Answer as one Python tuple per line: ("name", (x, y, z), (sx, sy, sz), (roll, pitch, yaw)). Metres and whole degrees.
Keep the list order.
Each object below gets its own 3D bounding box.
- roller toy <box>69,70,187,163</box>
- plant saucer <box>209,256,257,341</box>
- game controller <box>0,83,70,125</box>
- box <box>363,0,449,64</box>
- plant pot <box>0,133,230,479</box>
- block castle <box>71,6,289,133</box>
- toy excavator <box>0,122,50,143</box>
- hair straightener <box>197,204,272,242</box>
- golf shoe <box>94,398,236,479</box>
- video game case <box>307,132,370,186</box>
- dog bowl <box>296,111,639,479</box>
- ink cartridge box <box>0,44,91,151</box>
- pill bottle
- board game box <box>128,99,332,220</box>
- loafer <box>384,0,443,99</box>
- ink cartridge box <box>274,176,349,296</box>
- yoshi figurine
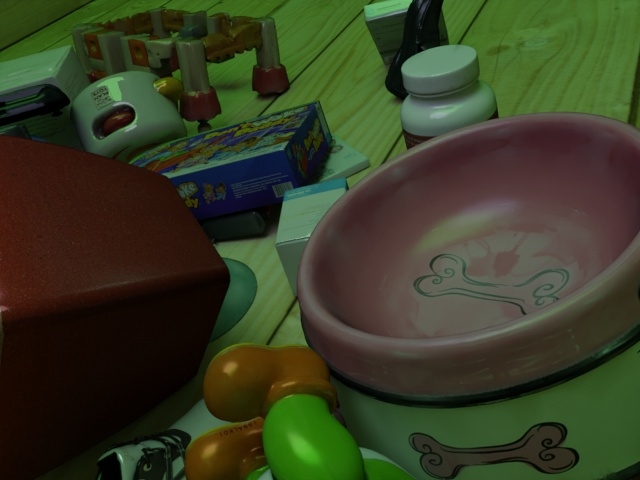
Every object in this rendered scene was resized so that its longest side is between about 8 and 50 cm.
("roller toy", (-0.366, -0.227, 1.201), (0.191, 0.146, 0.209), (-19, -10, -41))
("plant saucer", (-0.184, 0.073, 0.854), (0.195, 0.037, 0.195), (-14, 34, 9))
("game controller", (-0.593, -0.198, 1.082), (0.319, 0.067, 0.166), (-23, 27, -17))
("box", (0.179, -0.429, 1.279), (0.145, 0.186, 0.038), (-8, 78, 17))
("plant pot", (-0.254, 0.058, 0.670), (0.236, 0.267, 0.267), (-8, 46, -38))
("block castle", (-0.327, -0.389, 1.436), (0.453, 0.212, 0.303), (19, 37, 34))
("toy excavator", (-0.659, -0.078, 1.185), (0.433, 0.222, 0.445), (-19, 21, -3))
("hair straightener", (-0.191, -0.011, 0.962), (0.231, 0.047, 0.089), (-8, 31, 14))
("golf shoe", (-0.151, 0.211, 0.593), (0.077, 0.093, 0.198), (3, 38, 31))
("video game case", (-0.016, -0.125, 1.070), (0.157, 0.019, 0.143), (-27, 35, -12))
("dog bowl", (0.158, 0.027, 0.598), (0.408, 0.150, 0.408), (-21, 31, 14))
("ink cartridge box", (-0.557, -0.252, 1.305), (0.171, 0.232, 0.168), (-14, 39, 3))
("pill bottle", (0.170, -0.131, 0.810), (0.121, 0.216, 0.121), (-13, 34, 9))
("board game box", (-0.174, -0.117, 1.028), (0.347, 0.078, 0.233), (-11, 25, 19))
("loafer", (0.190, -0.367, 1.157), (0.078, 0.223, 0.076), (32, 27, 28))
("ink cartridge box", (0.000, 0.000, 0.818), (0.090, 0.092, 0.143), (-11, 34, 13))
("yoshi figurine", (-0.016, 0.247, 0.394), (0.203, 0.203, 0.362), (-40, 46, 5))
